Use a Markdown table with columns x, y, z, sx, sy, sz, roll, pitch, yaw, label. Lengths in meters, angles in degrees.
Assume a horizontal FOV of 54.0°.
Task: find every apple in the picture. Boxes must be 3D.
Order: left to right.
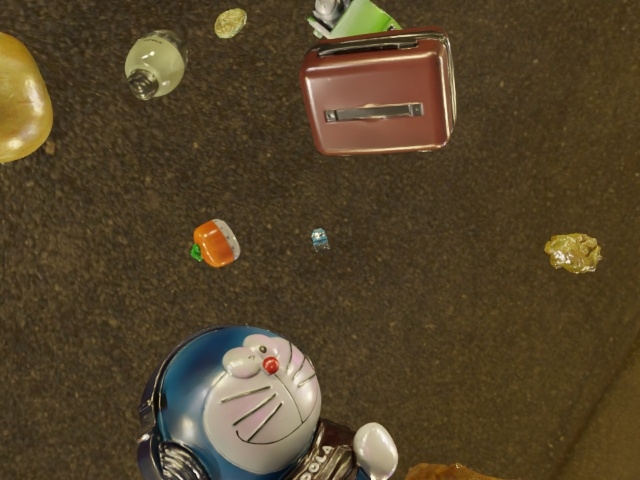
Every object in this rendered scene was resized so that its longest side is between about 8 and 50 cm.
| x | y | z | sx | sy | sz | roll | pitch | yaw | label |
| --- | --- | --- | --- | --- | --- | --- | --- | --- | --- |
| -0.464 | -0.195 | 0.874 | 0.155 | 0.182 | 0.183 | -22 | 117 | -24 | apple |

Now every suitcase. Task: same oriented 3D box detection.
| x | y | z | sx | sy | sz | roll | pitch | yaw | label |
| --- | --- | --- | --- | --- | --- | --- | --- | --- | --- |
| 0.119 | -0.297 | 1.268 | 0.161 | 0.296 | 0.236 | -69 | 152 | -47 | suitcase |

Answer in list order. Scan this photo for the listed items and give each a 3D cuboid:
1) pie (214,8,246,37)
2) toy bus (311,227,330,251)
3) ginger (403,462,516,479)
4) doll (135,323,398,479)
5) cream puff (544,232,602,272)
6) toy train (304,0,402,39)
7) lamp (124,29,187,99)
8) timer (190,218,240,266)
| x | y | z | sx | sy | sz | roll | pitch | yaw | label |
| --- | --- | --- | --- | --- | --- | --- | --- | --- | --- |
| -0.202 | -0.490 | 1.419 | 0.084 | 0.084 | 0.021 | -48 | 146 | -7 | pie |
| 0.000 | 0.000 | 1.596 | 0.038 | 0.083 | 0.046 | -13 | 78 | 2 | toy bus |
| 0.293 | 0.482 | 1.074 | 0.321 | 0.172 | 0.165 | 14 | 113 | -2 | ginger |
| -0.084 | 0.251 | 0.826 | 0.310 | 0.240 | 0.284 | 47 | 41 | -3 | doll |
| 0.411 | 0.017 | 1.022 | 0.083 | 0.083 | 0.058 | 57 | 39 | -10 | cream puff |
| 0.111 | -0.585 | 1.732 | 0.173 | 0.249 | 0.307 | -53 | 165 | 15 | toy train |
| -0.288 | -0.318 | 1.117 | 0.101 | 0.250 | 0.101 | 2 | 128 | 2 | lamp |
| -0.295 | 0.014 | 1.714 | 0.136 | 0.136 | 0.099 | -34 | 159 | -16 | timer |
